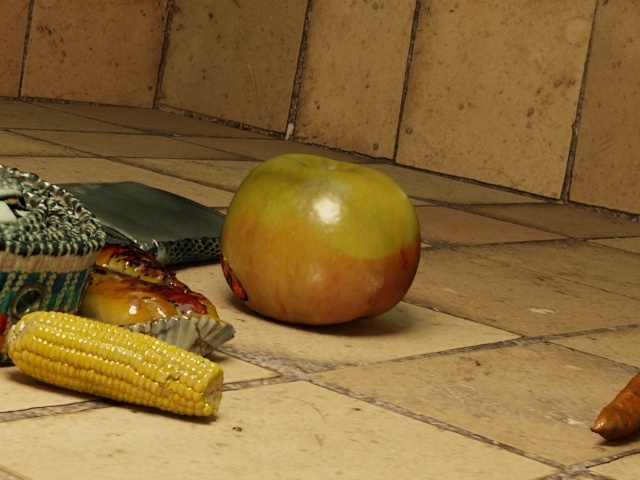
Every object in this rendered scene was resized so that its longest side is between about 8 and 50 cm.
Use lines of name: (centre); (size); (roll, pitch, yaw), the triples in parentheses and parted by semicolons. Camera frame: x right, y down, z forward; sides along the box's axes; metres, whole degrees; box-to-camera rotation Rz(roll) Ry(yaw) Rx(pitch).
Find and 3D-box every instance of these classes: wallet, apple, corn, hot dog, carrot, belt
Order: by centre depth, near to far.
corn: (-0.185, 0.110, 1.454); (0.206, 0.067, 0.067); (14, 9, 13)
belt: (-0.345, 0.028, 1.542); (0.207, 0.160, 0.295); (32, 18, 20)
carrot: (0.321, 0.172, 1.663); (0.057, 0.057, 0.224); (13, 12, 24)
hot dog: (-0.202, 0.062, 1.707); (0.163, 0.081, 0.270); (1, 13, -36)
apple: (0.000, 0.000, 1.946); (0.261, 0.193, 0.261); (8, 9, -1)
wallet: (-0.251, -0.018, 2.215); (0.237, 0.075, 0.342); (20, 10, 22)
